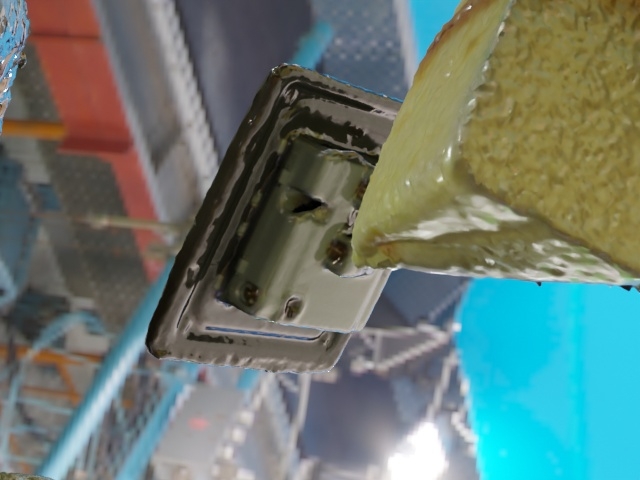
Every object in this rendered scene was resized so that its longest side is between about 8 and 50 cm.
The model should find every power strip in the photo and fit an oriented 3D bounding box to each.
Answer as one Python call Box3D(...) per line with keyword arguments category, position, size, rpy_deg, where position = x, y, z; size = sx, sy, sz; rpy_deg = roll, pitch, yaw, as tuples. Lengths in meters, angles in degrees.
Box3D(category="power strip", position=(0.002, 0.001, 1.338), size=(0.251, 0.092, 0.257), rpy_deg=(6, -69, -60))

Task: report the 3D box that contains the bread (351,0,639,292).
Box3D(category="bread", position=(0.124, -0.078, 0.797), size=(0.240, 0.135, 0.178), rpy_deg=(-63, 9, -23))

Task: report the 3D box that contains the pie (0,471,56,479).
Box3D(category="pie", position=(-0.219, 0.318, 1.221), size=(0.067, 0.302, 0.303), rpy_deg=(153, 131, -69))

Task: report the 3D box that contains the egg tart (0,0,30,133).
Box3D(category="egg tart", position=(-0.356, -0.029, 1.231), size=(0.443, 0.178, 0.443), rpy_deg=(-161, 90, -83))
